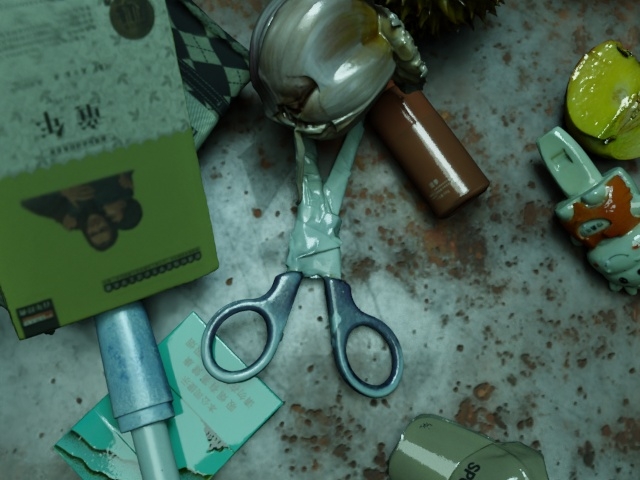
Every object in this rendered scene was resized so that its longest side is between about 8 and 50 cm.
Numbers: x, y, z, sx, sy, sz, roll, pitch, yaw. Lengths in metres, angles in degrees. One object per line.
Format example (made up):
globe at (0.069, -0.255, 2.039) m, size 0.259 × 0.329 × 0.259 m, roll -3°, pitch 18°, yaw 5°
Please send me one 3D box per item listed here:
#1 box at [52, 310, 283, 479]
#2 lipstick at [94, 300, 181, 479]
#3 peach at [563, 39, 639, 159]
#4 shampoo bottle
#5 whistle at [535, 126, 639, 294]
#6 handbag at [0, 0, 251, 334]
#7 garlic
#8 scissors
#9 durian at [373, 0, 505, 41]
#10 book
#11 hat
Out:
box at (-0.179, 0.222, 0.834) m, size 0.161 × 0.042 × 0.226 m, roll 45°, pitch 80°, yaw 7°
lipstick at (-0.195, 0.207, 0.781) m, size 0.068 × 0.061 × 0.274 m, roll -17°, pitch 78°, yaw -7°
peach at (0.381, -0.180, 0.904) m, size 0.151 × 0.118 × 0.151 m, roll -1°, pitch 109°, yaw -4°
shampoo bottle at (0.120, -0.146, 0.900) m, size 0.085 × 0.085 × 0.244 m, roll -31°, pitch 80°, yaw -8°
whistle at (0.360, -0.034, 0.876) m, size 0.101 × 0.106 × 0.253 m, roll -34°, pitch 89°, yaw 13°
handbag at (-0.304, -0.149, 0.772) m, size 0.317 × 0.180 × 0.416 m, roll 42°, pitch 78°, yaw -35°
garlic at (0.028, -0.169, 0.809) m, size 0.207 × 0.207 × 0.257 m, roll -9°, pitch 106°, yaw -4°
scissors at (0.000, 0.000, 0.880) m, size 0.256 × 0.029 × 0.383 m, roll 11°, pitch 74°, yaw -13°
durian at (0.111, -0.425, 0.799) m, size 0.347 × 0.384 × 0.348 m, roll 2°, pitch 69°, yaw -5°
book at (-0.244, -0.091, 0.709) m, size 0.239 × 0.035 × 0.352 m, roll -20°, pitch 115°, yaw -24°
hat at (0.168, 0.285, 0.818) m, size 0.175 × 0.085 × 0.147 m, roll 26°, pitch 80°, yaw 1°
